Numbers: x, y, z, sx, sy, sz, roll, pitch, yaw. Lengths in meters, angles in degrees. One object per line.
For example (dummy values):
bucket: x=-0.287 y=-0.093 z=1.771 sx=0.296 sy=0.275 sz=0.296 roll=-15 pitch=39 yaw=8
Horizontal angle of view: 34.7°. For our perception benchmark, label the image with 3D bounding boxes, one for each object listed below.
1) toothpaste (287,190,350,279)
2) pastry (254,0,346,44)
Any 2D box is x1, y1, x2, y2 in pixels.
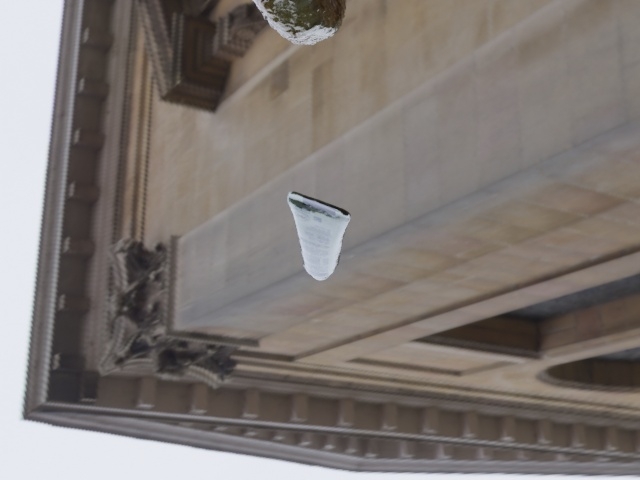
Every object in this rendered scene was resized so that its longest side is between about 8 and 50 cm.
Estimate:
toothpaste: x=0.000 y=0.000 z=1.029 sx=0.062 sy=0.216 sz=0.037 roll=17 pitch=-108 yaw=7
pastry: x=-0.043 y=-0.350 z=1.344 sx=0.182 sy=0.093 sz=0.192 roll=5 pitch=-115 yaw=-68
